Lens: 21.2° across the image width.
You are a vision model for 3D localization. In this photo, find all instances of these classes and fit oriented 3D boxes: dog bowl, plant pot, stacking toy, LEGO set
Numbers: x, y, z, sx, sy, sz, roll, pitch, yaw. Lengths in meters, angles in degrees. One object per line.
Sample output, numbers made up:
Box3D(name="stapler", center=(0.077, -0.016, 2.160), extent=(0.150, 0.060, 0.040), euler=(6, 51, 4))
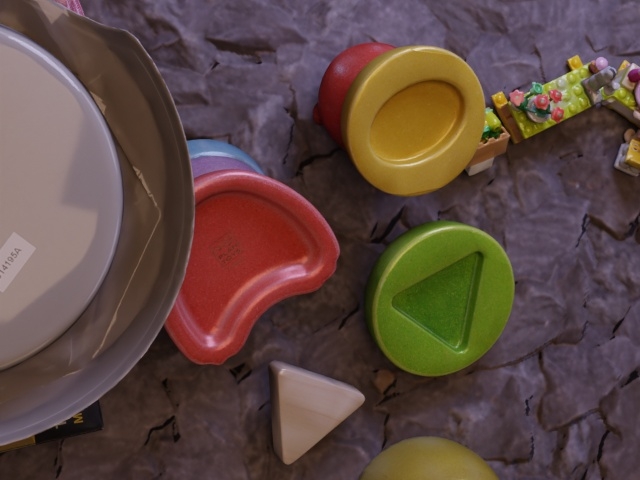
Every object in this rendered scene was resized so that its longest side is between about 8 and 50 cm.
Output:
Box3D(name="dog bowl", center=(-0.267, -0.029, 1.198), extent=(0.348, 0.102, 0.349), euler=(-1, 93, -16))
Box3D(name="plant pot", center=(0.100, 0.225, 1.379), extent=(0.134, 0.095, 0.134), euler=(2, 83, -14))
Box3D(name="stacking toy", center=(0.000, 0.000, 1.399), extent=(0.309, 0.130, 0.280), euler=(-30, 118, -13))
Box3D(name="LEGO set", center=(0.251, -0.106, 1.443), extent=(0.287, 0.107, 0.132), euler=(11, 79, -14))

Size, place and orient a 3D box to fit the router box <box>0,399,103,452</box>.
Box3D(name="router box", center=(-0.313, 0.016, 1.282), extent=(0.242, 0.081, 0.309), euler=(-12, 96, -15))

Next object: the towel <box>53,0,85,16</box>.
Box3D(name="towel", center=(-0.369, -0.198, 1.336), extent=(0.329, 0.037, 0.237), euler=(-24, 90, -15))
